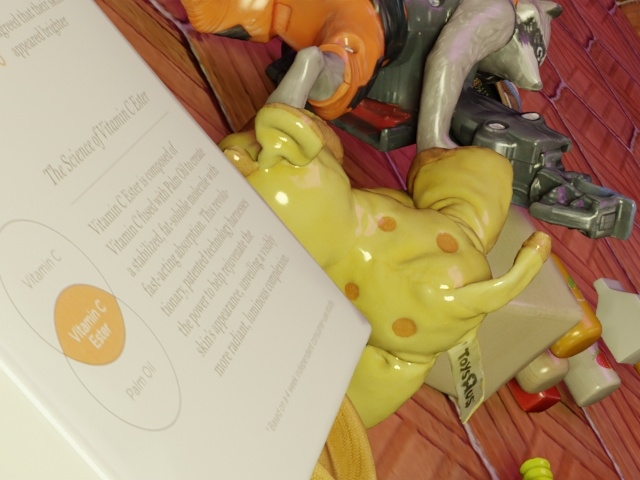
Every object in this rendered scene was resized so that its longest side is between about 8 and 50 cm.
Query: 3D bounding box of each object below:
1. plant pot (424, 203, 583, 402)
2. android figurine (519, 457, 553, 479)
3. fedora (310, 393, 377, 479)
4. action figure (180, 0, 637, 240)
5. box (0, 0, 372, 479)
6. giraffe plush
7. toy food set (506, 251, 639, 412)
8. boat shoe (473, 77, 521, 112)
[{"bbox_3d":[0.087,0.036,1.093,0.096,0.109,0.109,6,49,-47],"label":"plant pot"},{"bbox_3d":[0.169,0.248,0.980,0.248,0.056,0.273,40,26,-30],"label":"android figurine"},{"bbox_3d":[-0.031,0.099,0.759,0.194,0.079,0.194,44,23,-23],"label":"fedora"},{"bbox_3d":[0.063,-0.130,1.083,0.341,0.178,0.330,29,23,35],"label":"action figure"},{"bbox_3d":[-0.168,-0.016,0.528,0.345,0.168,0.215,50,21,-8],"label":"box"},{"bbox_3d":[0.000,0.000,0.881,0.170,0.181,0.210,33,8,-17],"label":"giraffe plush"},{"bbox_3d":[0.181,0.057,1.233,0.232,0.111,0.104,9,47,-58],"label":"toy food set"},{"bbox_3d":[0.135,-0.166,1.569,0.183,0.066,0.066,42,24,-27],"label":"boat shoe"}]
